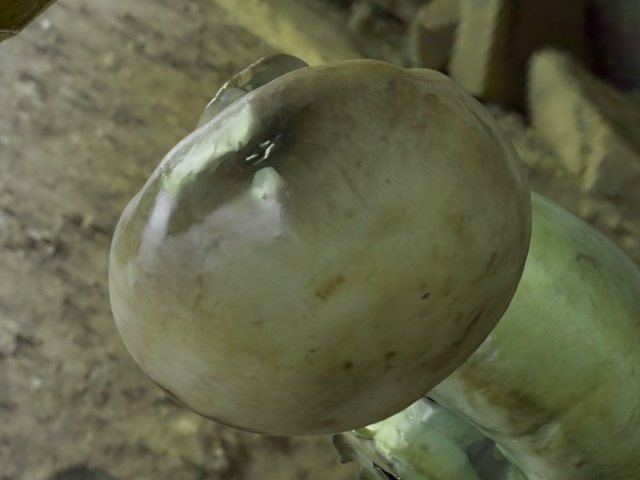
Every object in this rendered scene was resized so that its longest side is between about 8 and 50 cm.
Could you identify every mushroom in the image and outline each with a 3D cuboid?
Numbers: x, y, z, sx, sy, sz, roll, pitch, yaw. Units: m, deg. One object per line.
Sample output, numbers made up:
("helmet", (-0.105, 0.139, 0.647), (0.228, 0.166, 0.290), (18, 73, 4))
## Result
("mushroom", (0.000, 0.000, 0.745), (0.166, 0.166, 0.127), (20, 36, -42))
("mushroom", (0.125, 0.100, 1.519), (0.352, 0.260, 0.352), (41, -13, 11))

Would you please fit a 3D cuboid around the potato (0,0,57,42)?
("potato", (-0.126, -0.130, 0.599), (0.140, 0.300, 0.173), (49, 10, 2))
